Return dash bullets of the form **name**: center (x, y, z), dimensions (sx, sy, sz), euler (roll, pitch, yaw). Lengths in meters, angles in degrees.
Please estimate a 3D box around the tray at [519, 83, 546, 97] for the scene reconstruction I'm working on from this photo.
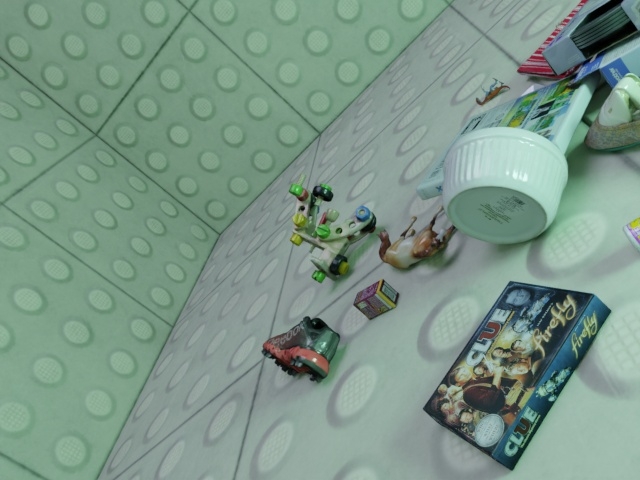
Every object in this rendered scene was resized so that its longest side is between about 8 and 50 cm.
- **tray**: center (0.432, -0.251, 1.263), dimensions (0.270, 0.030, 0.145), euler (-45, 16, 14)

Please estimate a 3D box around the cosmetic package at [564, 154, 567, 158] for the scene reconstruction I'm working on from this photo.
- **cosmetic package**: center (0.411, -0.156, 1.056), dimensions (0.041, 0.060, 0.115), euler (-53, 16, -18)

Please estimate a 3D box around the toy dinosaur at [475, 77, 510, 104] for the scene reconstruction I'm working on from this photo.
- **toy dinosaur**: center (0.470, -0.410, 1.504), dimensions (0.082, 0.047, 0.090), euler (-62, 21, 25)

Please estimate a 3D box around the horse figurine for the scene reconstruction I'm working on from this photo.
- **horse figurine**: center (0.212, 0.002, 1.210), dimensions (0.263, 0.066, 0.174), euler (-22, 25, 52)

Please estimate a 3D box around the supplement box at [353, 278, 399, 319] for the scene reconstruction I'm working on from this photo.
- **supplement box**: center (0.121, 0.129, 1.177), dimensions (0.083, 0.055, 0.043), euler (-34, 21, 40)

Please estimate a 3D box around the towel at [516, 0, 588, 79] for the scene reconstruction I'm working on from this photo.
- **towel**: center (0.622, -0.505, 1.301), dimensions (0.275, 0.031, 0.199), euler (-47, 23, 6)

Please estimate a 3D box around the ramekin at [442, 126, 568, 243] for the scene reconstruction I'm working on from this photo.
- **ramekin**: center (0.307, -0.083, 0.926), dimensions (0.207, 0.207, 0.109), euler (-26, 36, 52)

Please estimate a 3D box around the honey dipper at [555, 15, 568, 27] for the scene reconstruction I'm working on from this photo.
- **honey dipper**: center (0.687, -0.602, 1.394), dimensions (0.161, 0.030, 0.030), euler (-38, 20, 25)

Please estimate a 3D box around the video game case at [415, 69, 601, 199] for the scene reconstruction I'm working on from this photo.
- **video game case**: center (0.380, -0.216, 1.094), dimensions (0.300, 0.036, 0.329), euler (-17, 24, 47)

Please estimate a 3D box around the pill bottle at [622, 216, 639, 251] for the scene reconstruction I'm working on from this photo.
- **pill bottle**: center (0.445, -0.022, 0.704), dimensions (0.083, 0.043, 0.043), euler (-39, 19, 29)

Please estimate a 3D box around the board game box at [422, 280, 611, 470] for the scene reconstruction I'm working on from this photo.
- **board game box**: center (0.263, 0.171, 0.746), dimensions (0.243, 0.042, 0.165), euler (-52, 17, -11)

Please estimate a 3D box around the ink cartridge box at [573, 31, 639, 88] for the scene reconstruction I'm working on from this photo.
- **ink cartridge box**: center (0.628, -0.381, 0.965), dimensions (0.311, 0.065, 0.186), euler (-25, 20, 49)

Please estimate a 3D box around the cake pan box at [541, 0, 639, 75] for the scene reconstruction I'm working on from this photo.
- **cake pan box**: center (0.592, -0.455, 1.052), dimensions (0.267, 0.070, 0.246), euler (-46, 9, -27)

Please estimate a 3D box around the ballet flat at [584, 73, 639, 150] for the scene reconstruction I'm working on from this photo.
- **ballet flat**: center (0.520, -0.216, 0.830), dimensions (0.107, 0.106, 0.316), euler (-54, 17, -14)

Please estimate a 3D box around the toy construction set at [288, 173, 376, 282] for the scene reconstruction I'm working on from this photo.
- **toy construction set**: center (0.000, 0.000, 1.548), dimensions (0.309, 0.258, 0.237), euler (109, -175, -79)

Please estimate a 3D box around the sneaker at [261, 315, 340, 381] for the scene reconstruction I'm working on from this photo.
- **sneaker**: center (-0.043, 0.245, 1.266), dimensions (0.135, 0.098, 0.276), euler (-57, 20, -22)
